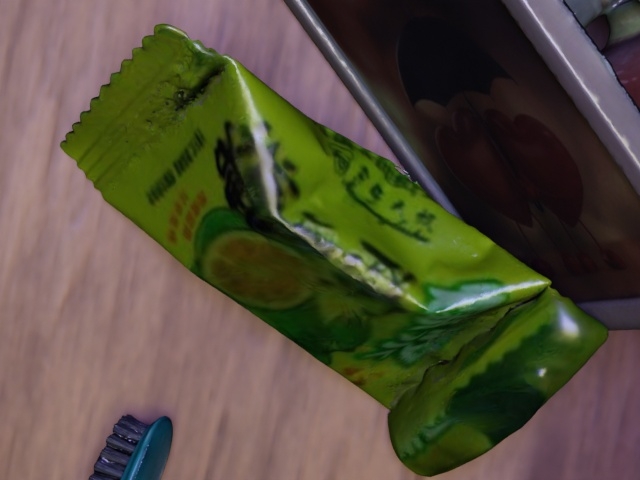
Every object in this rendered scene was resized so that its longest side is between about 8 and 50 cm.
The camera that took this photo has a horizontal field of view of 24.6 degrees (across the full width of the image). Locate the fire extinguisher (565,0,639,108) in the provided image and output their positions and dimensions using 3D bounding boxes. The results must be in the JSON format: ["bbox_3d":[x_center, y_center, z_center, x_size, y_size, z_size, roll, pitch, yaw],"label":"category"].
[{"bbox_3d":[0.207,-0.027,0.682,0.147,0.106,0.337,-26,97,-15],"label":"fire extinguisher"}]

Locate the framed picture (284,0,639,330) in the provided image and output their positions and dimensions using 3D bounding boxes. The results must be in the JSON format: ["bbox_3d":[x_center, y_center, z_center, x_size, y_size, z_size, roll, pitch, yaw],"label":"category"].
[{"bbox_3d":[0.049,-0.082,0.616,0.020,0.211,0.289,-37,96,-15],"label":"framed picture"}]

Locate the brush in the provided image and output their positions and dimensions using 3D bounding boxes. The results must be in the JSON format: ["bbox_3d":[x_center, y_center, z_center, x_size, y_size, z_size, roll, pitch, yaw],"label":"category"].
[{"bbox_3d":[-0.116,0.170,0.693,0.032,0.043,0.193,18,73,12],"label":"brush"}]

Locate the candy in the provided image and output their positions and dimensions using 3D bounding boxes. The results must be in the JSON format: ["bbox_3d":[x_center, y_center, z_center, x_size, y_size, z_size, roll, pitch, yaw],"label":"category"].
[{"bbox_3d":[0.000,0.000,0.672,0.246,0.149,0.069,36,49,-8],"label":"candy"}]
